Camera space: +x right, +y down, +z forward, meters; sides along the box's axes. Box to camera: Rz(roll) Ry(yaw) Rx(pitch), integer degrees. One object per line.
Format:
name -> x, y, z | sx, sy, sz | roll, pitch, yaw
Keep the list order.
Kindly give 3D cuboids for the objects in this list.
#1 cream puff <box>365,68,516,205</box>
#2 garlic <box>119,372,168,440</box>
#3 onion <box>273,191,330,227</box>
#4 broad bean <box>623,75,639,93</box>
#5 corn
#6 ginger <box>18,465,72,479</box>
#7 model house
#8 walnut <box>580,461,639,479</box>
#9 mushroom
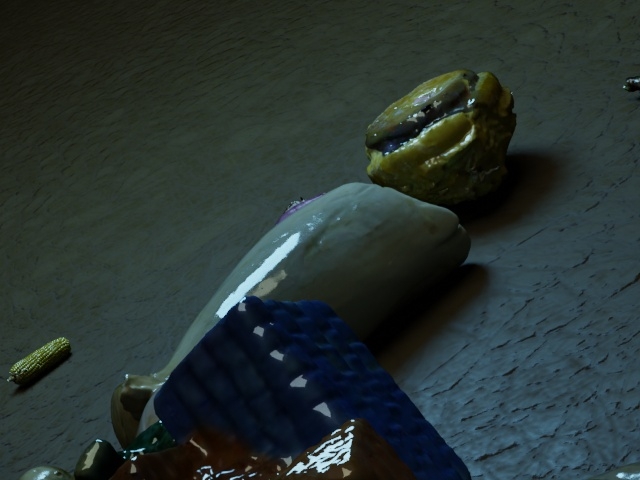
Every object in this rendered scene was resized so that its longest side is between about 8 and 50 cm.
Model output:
cream puff -> 0.139, -0.105, 1.731 | 0.189, 0.129, 0.189 | -33, 15, 10
garlic -> -0.046, 0.182, 1.297 | 0.214, 0.160, 0.191 | -18, 55, -15
onion -> 0.000, 0.000, 1.714 | 0.115, 0.104, 0.115 | -38, -19, -16
broad bean -> 0.477, -0.227, 1.743 | 0.298, 0.043, 0.060 | -26, 14, 5
corn -> -0.326, 0.142, 1.828 | 0.083, 0.028, 0.027 | -33, 40, -24
ginger -> -0.228, 0.263, 1.416 | 0.104, 0.080, 0.204 | -1, 12, -29
model house -> -0.058, 0.178, 1.027 | 0.295, 0.251, 0.329 | -31, -18, -13
walnut -> 0.204, 0.230, 0.897 | 0.224, 0.224, 0.224 | -22, 24, 10
mushroom -> -0.039, 0.073, 1.532 | 0.407, 0.154, 0.137 | -38, -18, -28
